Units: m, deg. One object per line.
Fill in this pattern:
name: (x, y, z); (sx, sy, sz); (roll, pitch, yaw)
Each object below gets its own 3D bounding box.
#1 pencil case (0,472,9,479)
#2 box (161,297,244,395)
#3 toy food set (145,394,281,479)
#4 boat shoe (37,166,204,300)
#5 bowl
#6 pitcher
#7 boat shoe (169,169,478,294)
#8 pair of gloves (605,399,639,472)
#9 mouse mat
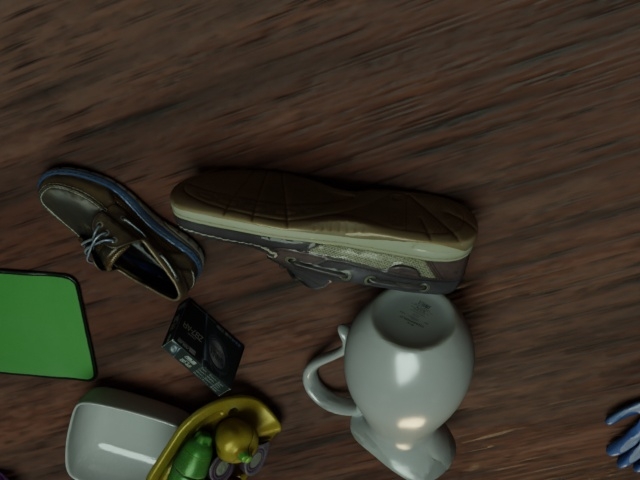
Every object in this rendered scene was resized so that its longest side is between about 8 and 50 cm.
pencil case: (-0.389, 0.369, 1.753); (0.088, 0.086, 0.206); (20, 135, 34)
box: (-0.119, 0.109, 1.486); (0.018, 0.067, 0.083); (-33, 113, 32)
toy food set: (-0.116, 0.268, 1.558); (0.128, 0.071, 0.218); (12, 119, -40)
boat shoe: (-0.198, -0.005, 1.414); (0.183, 0.066, 0.066); (30, 128, -10)
bowl: (-0.206, 0.222, 1.606); (0.142, 0.053, 0.142); (16, 129, 1)
pitcher: (0.062, 0.129, 1.435); (0.178, 0.125, 0.207); (23, 142, 17)
boat shoe: (0.000, 0.000, 1.349); (0.285, 0.103, 0.092); (6, 122, 2)
pair of gloves: (0.389, 0.207, 1.469); (0.198, 0.023, 0.159); (26, 129, -8)
mouse mat: (-0.340, 0.089, 1.564); (0.190, 0.007, 0.152); (4, 129, 9)
